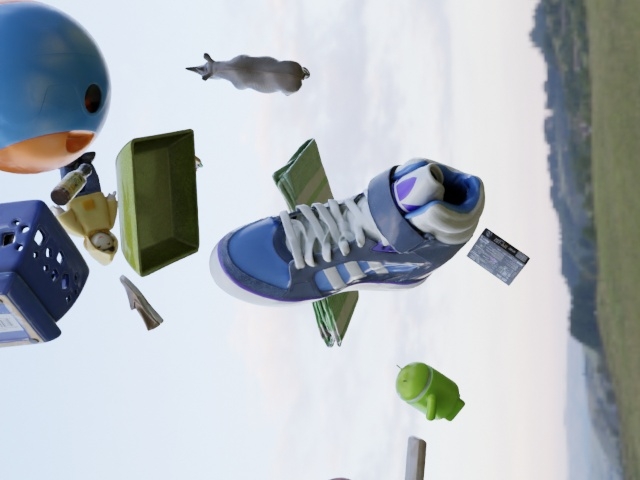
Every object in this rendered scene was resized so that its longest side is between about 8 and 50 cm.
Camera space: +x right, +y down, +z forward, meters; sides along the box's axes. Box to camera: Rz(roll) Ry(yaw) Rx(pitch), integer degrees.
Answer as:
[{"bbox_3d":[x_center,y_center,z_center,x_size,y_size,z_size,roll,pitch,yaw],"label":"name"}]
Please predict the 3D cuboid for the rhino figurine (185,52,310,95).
[{"bbox_3d":[-0.142,-0.327,1.780,0.106,0.243,0.073,-92,8,-83],"label":"rhino figurine"}]

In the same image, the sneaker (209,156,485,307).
[{"bbox_3d":[0.044,-0.028,1.111,0.236,0.323,0.130,122,141,-51],"label":"sneaker"}]

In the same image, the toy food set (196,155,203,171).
[{"bbox_3d":[-0.332,-0.193,2.260,0.082,0.083,0.020,85,-171,-66],"label":"toy food set"}]

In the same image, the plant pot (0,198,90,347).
[{"bbox_3d":[-0.617,0.079,1.778,0.236,0.236,0.212,71,-163,-47],"label":"plant pot"}]

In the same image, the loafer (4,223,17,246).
[{"bbox_3d":[-0.772,0.074,2.075,0.109,0.095,0.302,14,-86,-61],"label":"loafer"}]

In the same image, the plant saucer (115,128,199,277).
[{"bbox_3d":[-0.235,-0.058,1.296,0.188,0.045,0.188,-31,-59,-69],"label":"plant saucer"}]

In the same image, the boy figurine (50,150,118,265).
[{"bbox_3d":[-0.584,-0.073,2.283,0.177,0.092,0.285,-10,-101,-37],"label":"boy figurine"}]

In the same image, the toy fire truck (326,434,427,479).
[{"bbox_3d":[0.069,0.406,1.360,0.246,0.217,0.158,-39,-63,-14],"label":"toy fire truck"}]

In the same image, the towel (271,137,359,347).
[{"bbox_3d":[0.000,0.000,1.638,0.248,0.038,0.325,-58,-47,-66],"label":"towel"}]

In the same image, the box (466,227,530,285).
[{"bbox_3d":[0.275,0.026,1.420,0.018,0.083,0.067,-48,-12,-33],"label":"box"}]

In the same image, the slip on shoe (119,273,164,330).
[{"bbox_3d":[-0.393,0.134,1.960,0.135,0.041,0.051,52,169,-7],"label":"slip on shoe"}]

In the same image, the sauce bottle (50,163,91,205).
[{"bbox_3d":[-0.494,-0.114,1.819,0.128,0.042,0.042,-72,-23,-57],"label":"sauce bottle"}]

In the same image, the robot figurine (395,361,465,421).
[{"bbox_3d":[0.161,0.226,1.374,0.067,0.115,0.101,-51,21,12],"label":"robot figurine"}]

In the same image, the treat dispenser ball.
[{"bbox_3d":[-0.493,-0.253,1.510,0.288,0.288,0.288,0,-90,-75],"label":"treat dispenser ball"}]
